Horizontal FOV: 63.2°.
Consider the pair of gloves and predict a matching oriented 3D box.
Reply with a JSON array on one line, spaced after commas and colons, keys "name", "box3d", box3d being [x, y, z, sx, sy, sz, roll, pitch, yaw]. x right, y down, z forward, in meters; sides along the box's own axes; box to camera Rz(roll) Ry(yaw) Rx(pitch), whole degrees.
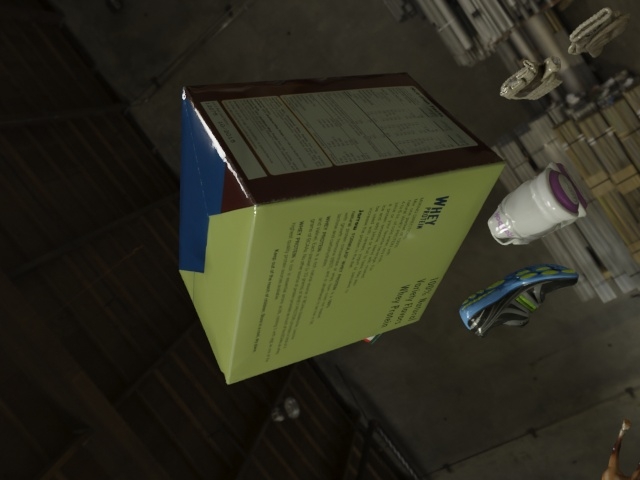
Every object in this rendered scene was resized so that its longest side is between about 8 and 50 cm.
[{"name": "pair of gloves", "box3d": [0.462, -0.351, 0.996, 0.204, 0.240, 0.042, -16, -106, -44]}]

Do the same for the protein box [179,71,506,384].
[{"name": "protein box", "box3d": [0.000, -0.015, 0.437, 0.201, 0.199, 0.136, -13, -130, -27]}]

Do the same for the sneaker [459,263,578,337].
[{"name": "sneaker", "box3d": [0.319, 0.096, 0.832, 0.078, 0.188, 0.067, 60, -170, -7]}]

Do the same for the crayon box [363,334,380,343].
[{"name": "crayon box", "box3d": [0.000, 0.000, 1.103, 0.363, 0.106, 0.313, 28, -139, -5]}]

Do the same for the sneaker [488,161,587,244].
[{"name": "sneaker", "box3d": [0.380, -0.062, 0.926, 0.305, 0.152, 0.114, -7, -113, -57]}]

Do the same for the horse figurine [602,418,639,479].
[{"name": "horse figurine", "box3d": [0.500, 0.404, 0.821, 0.066, 0.174, 0.263, 20, -173, 9]}]
